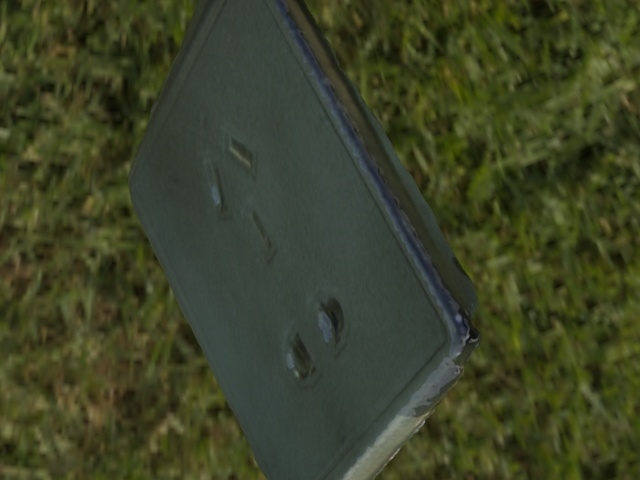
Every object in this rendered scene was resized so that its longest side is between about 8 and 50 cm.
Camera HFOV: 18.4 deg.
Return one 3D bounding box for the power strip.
[{"bbox_3d":[0.000,0.000,0.875,0.065,0.213,0.198,-15,156,-29],"label":"power strip"}]
